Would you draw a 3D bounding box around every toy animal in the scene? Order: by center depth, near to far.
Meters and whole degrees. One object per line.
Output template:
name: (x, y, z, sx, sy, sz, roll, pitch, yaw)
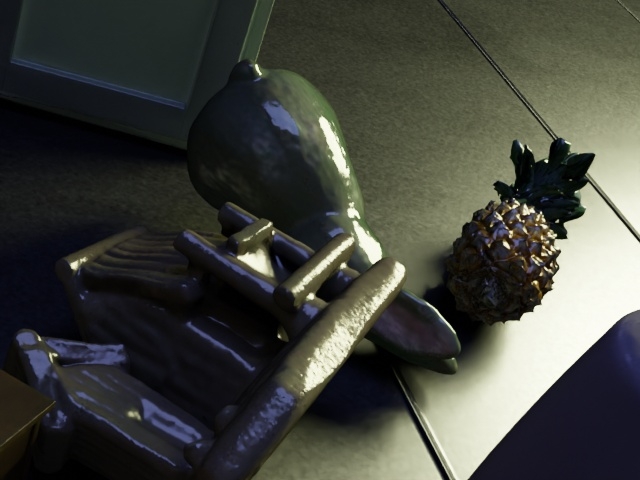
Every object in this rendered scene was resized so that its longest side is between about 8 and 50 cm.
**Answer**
toy animal: (-0.002, 0.000, 0.886, 0.251, 0.125, 0.127, 57, 17, 23)

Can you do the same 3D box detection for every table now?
table: (-0.190, 0.112, 0.621, 0.070, 0.082, 0.083, 28, 31, 12)

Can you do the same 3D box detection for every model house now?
model house: (-0.077, 0.059, 0.735, 0.188, 0.122, 0.229, 26, 34, 14)

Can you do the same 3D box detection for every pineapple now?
pineapple: (0.156, -0.007, 0.995, 0.083, 0.103, 0.221, 25, 32, 9)

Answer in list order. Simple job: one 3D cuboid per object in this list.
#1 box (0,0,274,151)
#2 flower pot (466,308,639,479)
box: (-0.153, -0.207, 1.009, 0.225, 0.225, 0.117, 14, 30, -10)
flower pot: (0.177, 0.168, 0.600, 0.265, 0.243, 0.265, 13, 34, -9)
